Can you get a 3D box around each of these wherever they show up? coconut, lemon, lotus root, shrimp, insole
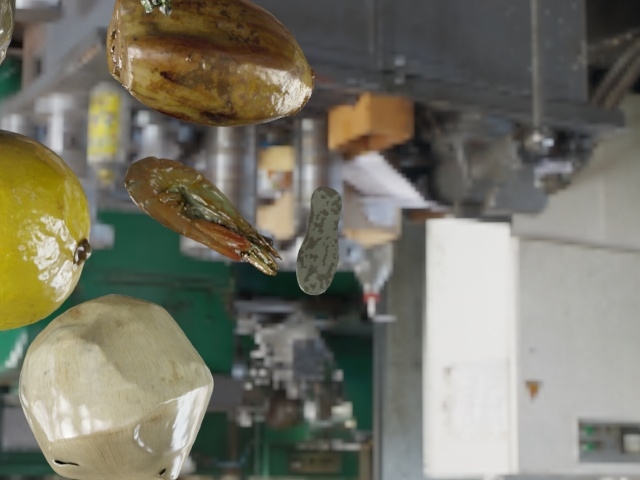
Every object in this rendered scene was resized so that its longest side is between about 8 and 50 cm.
[{"bbox_3d":[-0.227,0.178,1.663,0.224,0.224,0.224,0,170,0],"label":"coconut"},{"bbox_3d":[-0.464,-0.015,2.026,0.297,0.297,0.297,0,170,0],"label":"lemon"},{"bbox_3d":[-0.153,-0.241,2.020,0.290,0.193,0.193,9,168,-23],"label":"lotus root"},{"bbox_3d":[-0.168,-0.033,2.124,0.061,0.267,0.145,-54,173,29],"label":"shrimp"},{"bbox_3d":[0.000,0.000,2.260,0.065,0.193,0.006,16,148,-12],"label":"insole"}]

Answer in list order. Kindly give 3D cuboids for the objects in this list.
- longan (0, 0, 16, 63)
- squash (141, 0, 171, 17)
[{"bbox_3d":[-0.642,-0.356,2.170,0.391,0.391,0.391,0,170,0],"label":"longan"},{"bbox_3d":[-0.277,-0.404,1.795,0.071,0.318,0.080,-42,-175,19],"label":"squash"}]
